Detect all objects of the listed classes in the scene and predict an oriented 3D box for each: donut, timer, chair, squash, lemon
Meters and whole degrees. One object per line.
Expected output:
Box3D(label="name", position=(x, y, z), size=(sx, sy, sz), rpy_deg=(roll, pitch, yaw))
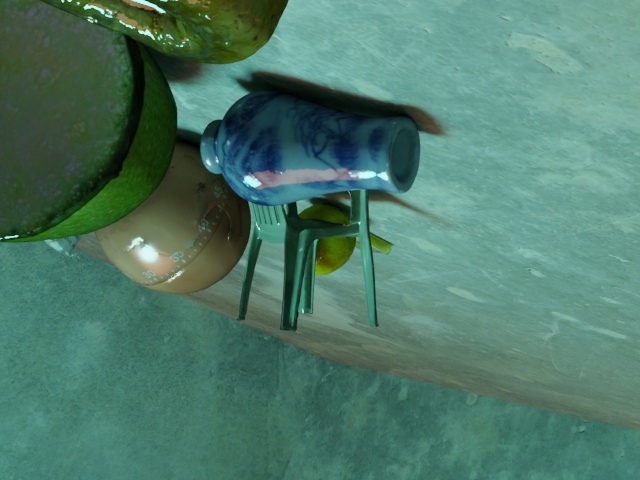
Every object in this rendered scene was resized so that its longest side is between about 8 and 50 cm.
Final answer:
Box3D(label="donut", position=(-0.142, -0.241, 1.022), size=(0.261, 0.128, 0.208), rpy_deg=(20, 169, -10))
Box3D(label="timer", position=(-0.226, -0.036, 1.952), size=(0.229, 0.230, 0.215), rpy_deg=(9, 158, 45))
Box3D(label="chair", position=(-0.038, -0.014, 1.845), size=(0.190, 0.275, 0.203), rpy_deg=(-2, -177, -36))
Box3D(label="squash", position=(-0.296, -0.113, 1.513), size=(0.310, 0.310, 0.309), rpy_deg=(16, 171, 19))
Box3D(label="lemon", position=(0.000, 0.000, 2.028), size=(0.109, 0.109, 0.133), rpy_deg=(23, 141, -18))

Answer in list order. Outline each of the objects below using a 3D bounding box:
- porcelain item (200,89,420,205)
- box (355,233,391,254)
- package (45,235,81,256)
Box3D(label="porcelain item", position=(-0.017, -0.106, 1.497), size=(0.259, 0.141, 0.141), rpy_deg=(4, 164, 26))
Box3D(label="box", position=(0.044, -0.014, 2.140), size=(0.149, 0.020, 0.073), rpy_deg=(27, 169, -33))
Box3D(label="package", position=(-0.378, -0.076, 2.103), size=(0.062, 0.204, 0.251), rpy_deg=(31, 170, -6))
